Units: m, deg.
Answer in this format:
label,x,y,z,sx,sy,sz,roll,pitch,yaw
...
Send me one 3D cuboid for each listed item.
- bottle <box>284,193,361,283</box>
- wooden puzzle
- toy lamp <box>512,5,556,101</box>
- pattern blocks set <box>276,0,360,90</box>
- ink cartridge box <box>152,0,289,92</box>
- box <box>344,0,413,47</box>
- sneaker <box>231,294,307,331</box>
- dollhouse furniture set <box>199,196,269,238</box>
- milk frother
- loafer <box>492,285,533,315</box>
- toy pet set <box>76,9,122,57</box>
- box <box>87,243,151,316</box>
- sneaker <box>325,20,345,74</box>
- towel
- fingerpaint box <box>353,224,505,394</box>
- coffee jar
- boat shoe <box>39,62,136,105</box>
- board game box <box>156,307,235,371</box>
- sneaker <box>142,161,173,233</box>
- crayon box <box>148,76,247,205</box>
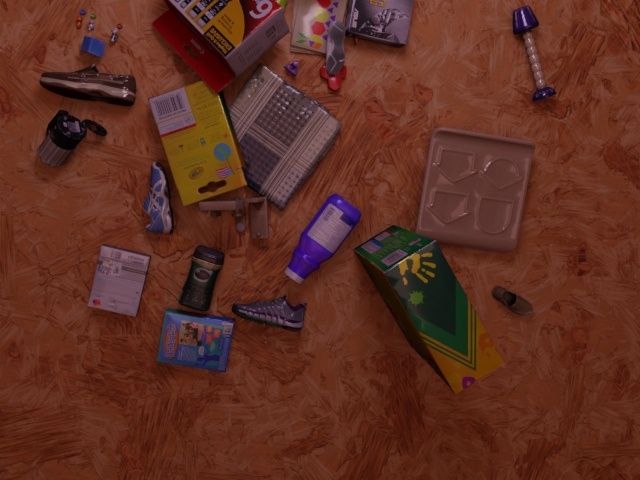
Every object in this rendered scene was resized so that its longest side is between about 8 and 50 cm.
label,x,y,z,sx,sy,sz,roll,pitch,yaw
bottle,0.000,0.000,1.866,0.118,0.092,0.283,36,92,-8
wooden puzzle,0.464,-0.152,1.908,0.321,0.080,0.348,8,101,-6
toy lamp,0.637,-0.561,1.872,0.080,0.080,0.275,-21,99,-3
pattern blocks set,-0.009,-0.630,1.821,0.285,0.026,0.325,20,94,-10
ink cartridge box,-0.289,-0.605,1.688,0.272,0.130,0.309,-43,77,-3
box,0.174,-0.692,1.803,0.183,0.056,0.231,9,93,-14
sneaker,-0.154,0.206,1.897,0.223,0.083,0.098,16,72,-10
dollhouse furniture set,-0.246,-0.057,1.799,0.144,0.151,0.123,0,98,19
milk frother,-0.698,-0.283,1.765,0.143,0.129,0.134,25,133,-36
loafer,0.611,0.196,1.974,0.148,0.050,0.056,27,94,-8
toy pet set,-0.633,-0.578,1.746,0.122,0.065,0.114,18,95,-7
box,-0.593,0.118,1.848,0.145,0.038,0.186,14,94,-7
sneaker,0.042,-0.555,1.799,0.053,0.061,0.152,-1,116,-15
towel,-0.139,-0.306,1.844,0.312,0.056,0.324,36,94,-6
fingerpaint box,0.284,0.166,1.738,0.163,0.445,0.371,-31,98,-2
coffee jar,-0.350,0.110,1.851,0.096,0.079,0.185,19,96,-4
boat shoe,-0.647,-0.448,1.756,0.257,0.095,0.095,9,82,-13
board game box,-0.375,0.301,1.888,0.210,0.047,0.160,11,96,-7
sneaker,-0.475,-0.121,1.810,0.081,0.080,0.211,-5,96,-8
crayon box,-0.340,-0.275,1.773,0.202,0.081,0.319,-17,90,5
